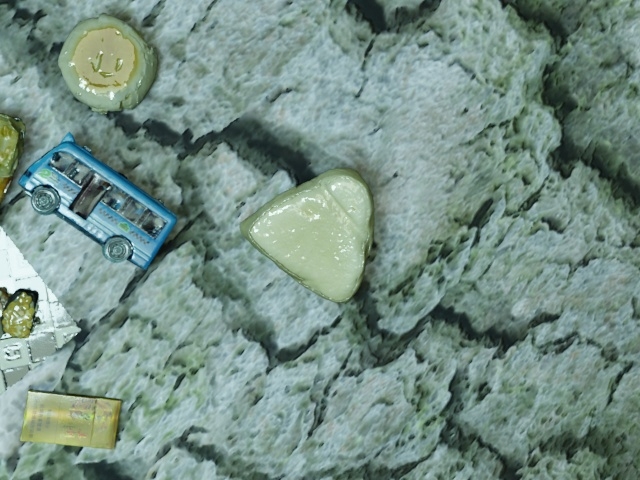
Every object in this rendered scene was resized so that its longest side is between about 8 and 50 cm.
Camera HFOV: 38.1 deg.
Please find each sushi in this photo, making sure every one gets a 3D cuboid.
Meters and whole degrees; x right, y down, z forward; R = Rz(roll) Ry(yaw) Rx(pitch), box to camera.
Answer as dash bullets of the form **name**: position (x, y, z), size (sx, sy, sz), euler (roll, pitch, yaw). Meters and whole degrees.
- **sushi**: position (-0.585, 0.144, 1.518), size (0.290, 0.050, 0.264), euler (-37, 99, -7)

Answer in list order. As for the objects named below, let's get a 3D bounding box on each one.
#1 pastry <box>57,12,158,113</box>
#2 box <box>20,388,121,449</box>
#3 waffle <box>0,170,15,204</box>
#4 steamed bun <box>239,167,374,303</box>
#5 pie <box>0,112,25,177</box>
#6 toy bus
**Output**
- **pastry**: position (-0.350, -0.290, 1.529), size (0.166, 0.088, 0.166), euler (-1, 96, -11)
- **box**: position (-0.422, 0.303, 1.572), size (0.156, 0.022, 0.089), euler (10, 91, -12)
- **waffle**: position (-0.684, -0.057, 1.459), size (0.348, 0.077, 0.304), euler (17, 79, -11)
- **steamed bun**: position (0.010, -0.027, 1.601), size (0.231, 0.110, 0.212), euler (40, 102, -13)
- **pie**: position (-0.604, -0.159, 1.423), size (0.282, 0.068, 0.128), euler (4, 78, -8)
- **toy bus**: position (-0.364, -0.058, 1.522), size (0.246, 0.113, 0.134), euler (37, 81, -12)
